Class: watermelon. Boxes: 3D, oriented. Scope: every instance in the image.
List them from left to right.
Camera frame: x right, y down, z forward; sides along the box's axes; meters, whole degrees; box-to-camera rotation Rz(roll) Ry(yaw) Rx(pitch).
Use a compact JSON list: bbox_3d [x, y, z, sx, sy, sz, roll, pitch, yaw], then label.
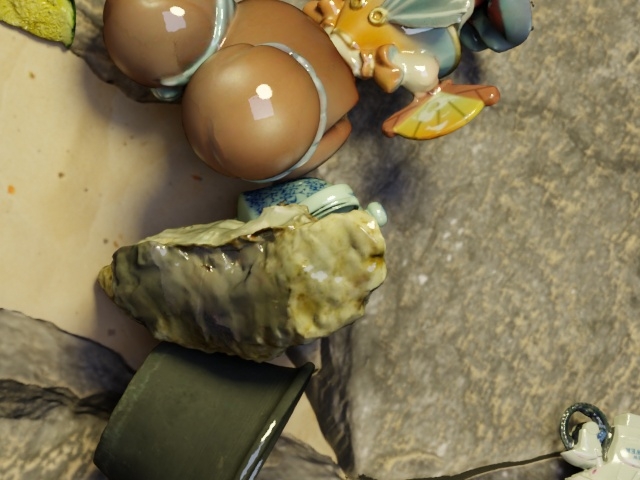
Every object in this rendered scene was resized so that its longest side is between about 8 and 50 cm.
[{"bbox_3d":[-0.315,-0.274,1.540,0.181,0.075,0.092,19,125,-16],"label":"watermelon"}]

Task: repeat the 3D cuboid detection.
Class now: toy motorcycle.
[{"bbox_3d":[0.356,0.268,1.719,0.221,0.102,0.150,15,70,-18],"label":"toy motorcycle"}]

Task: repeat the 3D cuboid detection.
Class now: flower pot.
[{"bbox_3d":[-0.124,0.190,1.507,0.148,0.235,0.235,28,78,4],"label":"flower pot"}]

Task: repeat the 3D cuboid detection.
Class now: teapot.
[{"bbox_3d":[0.000,0.000,1.555,0.159,0.232,0.159,-1,73,4],"label":"teapot"}]

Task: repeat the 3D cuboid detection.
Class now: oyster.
[{"bbox_3d":[-0.092,0.042,1.448,0.110,0.341,0.166,-38,128,-51],"label":"oyster"}]

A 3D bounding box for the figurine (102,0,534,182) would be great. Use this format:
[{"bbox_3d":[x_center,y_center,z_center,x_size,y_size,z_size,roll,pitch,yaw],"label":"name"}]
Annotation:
[{"bbox_3d":[0.010,-0.195,1.545,0.388,0.276,0.248,-33,142,-14],"label":"figurine"}]
